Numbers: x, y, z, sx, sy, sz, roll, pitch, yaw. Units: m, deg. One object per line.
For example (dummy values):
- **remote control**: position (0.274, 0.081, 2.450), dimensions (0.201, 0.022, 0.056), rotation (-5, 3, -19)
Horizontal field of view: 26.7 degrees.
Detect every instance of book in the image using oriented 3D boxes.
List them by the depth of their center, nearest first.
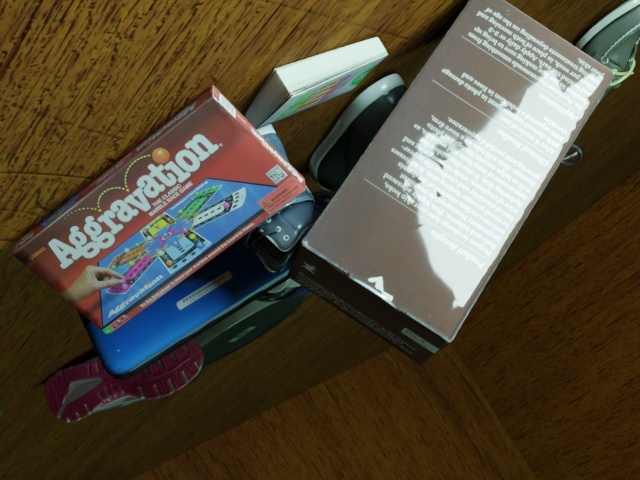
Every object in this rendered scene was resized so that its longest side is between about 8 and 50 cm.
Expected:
- **book**: position (-0.006, -0.170, 1.468), dimensions (0.144, 0.035, 0.096), rotation (-26, 171, -34)

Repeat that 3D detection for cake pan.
- **cake pan**: position (-0.147, 0.141, 2.364), dimensions (0.293, 0.054, 0.293), rotation (-30, 168, -7)

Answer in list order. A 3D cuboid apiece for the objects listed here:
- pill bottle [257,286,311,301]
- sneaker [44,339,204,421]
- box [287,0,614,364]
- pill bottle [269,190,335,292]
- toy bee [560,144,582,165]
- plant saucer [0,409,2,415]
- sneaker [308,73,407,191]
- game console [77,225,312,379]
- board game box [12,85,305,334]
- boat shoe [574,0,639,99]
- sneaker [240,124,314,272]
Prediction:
- **pill bottle**: position (-0.057, 0.023, 1.919), dimensions (0.123, 0.123, 0.219), rotation (-37, 168, 23)
- **sneaker**: position (-0.296, 0.202, 2.089), dimensions (0.252, 0.103, 0.111), rotation (-16, 180, 10)
- **box**: position (0.147, -0.073, 1.510), dimensions (0.381, 0.191, 0.143), rotation (-55, 178, -20)
- **pill bottle**: position (-0.028, 0.004, 1.770), dimensions (0.094, 0.094, 0.169), rotation (-41, 177, 38)
- **toy bee**: position (0.203, -0.148, 1.868), dimensions (0.298, 0.162, 0.195), rotation (-2, 154, 7)
- **plant saucer**: position (-0.526, 0.272, 1.980), dimensions (0.119, 0.021, 0.119), rotation (-30, 168, -7)
- **sneaker**: position (0.076, -0.087, 1.743), dimensions (0.104, 0.147, 0.296), rotation (-30, 170, -22)
- **game console**: position (-0.146, 0.041, 1.663), dimensions (0.293, 0.250, 0.173), rotation (-32, 142, -1)
- **board game box**: position (-0.169, -0.025, 1.398), dimensions (0.281, 0.145, 0.027), rotation (-36, -153, 18)
- **boat shoe**: position (0.431, -0.269, 2.062), dimensions (0.109, 0.091, 0.305), rotation (-26, 167, -31)
- **sneaker**: position (-0.113, -0.024, 1.465), dimensions (0.226, 0.163, 0.086), rotation (-26, 169, -21)
